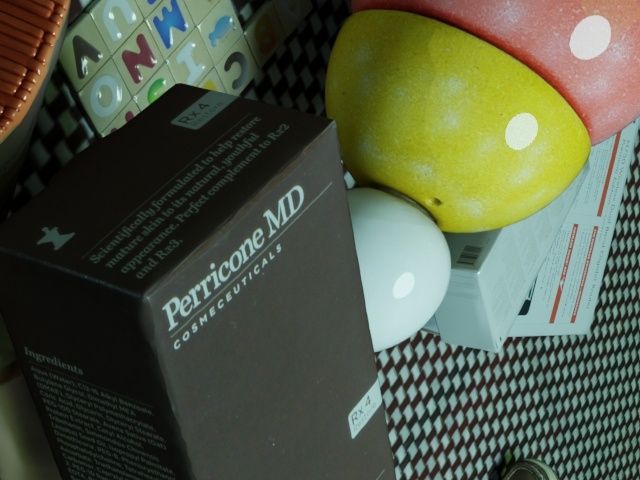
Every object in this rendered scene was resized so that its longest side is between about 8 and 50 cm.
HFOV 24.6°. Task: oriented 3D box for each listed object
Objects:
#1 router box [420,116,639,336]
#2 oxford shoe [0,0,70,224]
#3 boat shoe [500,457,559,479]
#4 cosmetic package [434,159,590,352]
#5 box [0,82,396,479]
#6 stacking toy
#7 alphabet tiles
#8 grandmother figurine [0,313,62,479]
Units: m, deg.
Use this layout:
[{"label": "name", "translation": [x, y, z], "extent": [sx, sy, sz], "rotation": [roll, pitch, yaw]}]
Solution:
[{"label": "router box", "translation": [0.212, -0.071, 1.485], "extent": [0.301, 0.082, 0.335], "rotation": [5, 99, -55]}, {"label": "oxford shoe", "translation": [-0.226, -0.048, 0.890], "extent": [0.271, 0.097, 0.098], "rotation": [-62, 164, -9]}, {"label": "boat shoe", "translation": [0.197, 0.369, 1.642], "extent": [0.095, 0.095, 0.257], "rotation": [11, 95, -50]}, {"label": "cosmetic package", "translation": [0.165, -0.024, 1.285], "extent": [0.239, 0.060, 0.099], "rotation": [-57, 141, -37]}, {"label": "box", "translation": [-0.064, 0.112, 0.959], "extent": [0.191, 0.143, 0.381], "rotation": [-45, 137, -37]}, {"label": "stacking toy", "translation": [0.114, -0.127, 1.118], "extent": [0.480, 0.350, 0.350], "rotation": [-59, 144, -11]}, {"label": "alphabet tiles", "translation": [-0.099, -0.172, 1.070], "extent": [0.237, 0.009, 0.198], "rotation": [-53, 141, -28]}, {"label": "grandmother figurine", "translation": [-0.168, 0.180, 1.050], "extent": [0.208, 0.104, 0.342], "rotation": [-19, 126, -19]}]
